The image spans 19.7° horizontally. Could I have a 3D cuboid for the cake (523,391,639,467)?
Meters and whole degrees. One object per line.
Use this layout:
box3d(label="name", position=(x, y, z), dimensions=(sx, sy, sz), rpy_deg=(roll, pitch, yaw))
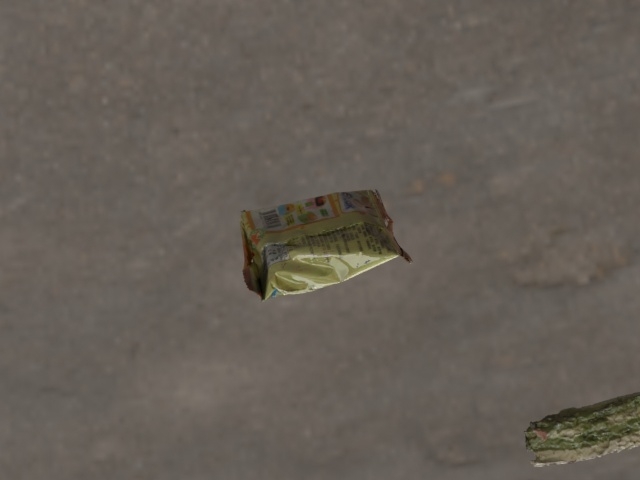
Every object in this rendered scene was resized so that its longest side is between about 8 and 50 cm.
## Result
box3d(label="cake", position=(0.257, 0.174, 1.703), dimensions=(0.140, 0.051, 0.055), rpy_deg=(-12, 175, -26))

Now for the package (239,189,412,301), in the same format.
box3d(label="package", position=(-0.002, 0.000, 1.355), dimensions=(0.120, 0.108, 0.031), rpy_deg=(-13, 122, -4))
